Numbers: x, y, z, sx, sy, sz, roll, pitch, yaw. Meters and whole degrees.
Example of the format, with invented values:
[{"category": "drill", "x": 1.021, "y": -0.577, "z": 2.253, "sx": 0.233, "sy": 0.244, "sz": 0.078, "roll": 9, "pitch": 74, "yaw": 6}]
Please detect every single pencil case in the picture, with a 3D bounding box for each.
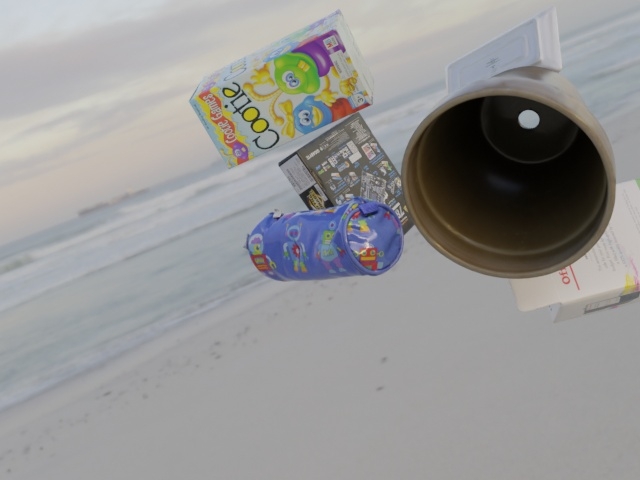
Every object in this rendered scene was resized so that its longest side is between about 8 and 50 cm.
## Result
[{"category": "pencil case", "x": 0.000, "y": 0.000, "z": 1.405, "sx": 0.119, "sy": 0.133, "sz": 0.306, "roll": -20, "pitch": 8, "yaw": -37}]

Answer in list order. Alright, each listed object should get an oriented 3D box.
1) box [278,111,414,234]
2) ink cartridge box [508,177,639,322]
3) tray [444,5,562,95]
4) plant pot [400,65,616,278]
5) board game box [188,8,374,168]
[{"category": "box", "x": 0.079, "y": -0.112, "z": 1.859, "sx": 0.073, "sy": 0.293, "sz": 0.295, "roll": -29, "pitch": 8, "yaw": 38}, {"category": "ink cartridge box", "x": 0.509, "y": 0.023, "z": 1.570, "sx": 0.354, "sy": 0.207, "sz": 0.119, "roll": -14, "pitch": -24, "yaw": 1}, {"category": "tray", "x": 0.337, "y": -0.335, "z": 1.607, "sx": 0.030, "sy": 0.145, "sz": 0.270, "roll": 17, "pitch": -27, "yaw": -37}, {"category": "plant pot", "x": 0.321, "y": -0.144, "z": 1.361, "sx": 0.323, "sy": 0.323, "sz": 0.280, "roll": -16, "pitch": 23, "yaw": 31}, {"category": "board game box", "x": -0.062, "y": -0.258, "z": 1.434, "sx": 0.275, "sy": 0.144, "sz": 0.142, "roll": -23, "pitch": 24, "yaw": 16}]
